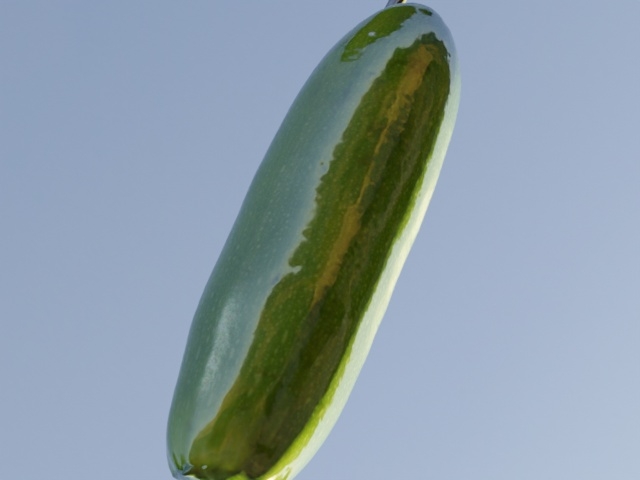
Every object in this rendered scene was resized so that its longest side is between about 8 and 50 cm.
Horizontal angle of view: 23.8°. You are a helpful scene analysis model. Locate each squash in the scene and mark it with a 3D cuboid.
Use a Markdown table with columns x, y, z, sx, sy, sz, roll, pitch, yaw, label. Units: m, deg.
| x | y | z | sx | sy | sz | roll | pitch | yaw | label |
| --- | --- | --- | --- | --- | --- | --- | --- | --- | --- |
| 0.000 | 0.001 | 0.704 | 0.082 | 0.082 | 0.292 | 49 | -132 | -32 | squash |

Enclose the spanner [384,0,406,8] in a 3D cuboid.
| x | y | z | sx | sy | sz | roll | pitch | yaw | label |
| --- | --- | --- | --- | --- | --- | --- | --- | --- | --- |
| 0.033 | -0.125 | 1.061 | 0.017 | 0.071 | 0.302 | 27 | -86 | -8 | spanner |
